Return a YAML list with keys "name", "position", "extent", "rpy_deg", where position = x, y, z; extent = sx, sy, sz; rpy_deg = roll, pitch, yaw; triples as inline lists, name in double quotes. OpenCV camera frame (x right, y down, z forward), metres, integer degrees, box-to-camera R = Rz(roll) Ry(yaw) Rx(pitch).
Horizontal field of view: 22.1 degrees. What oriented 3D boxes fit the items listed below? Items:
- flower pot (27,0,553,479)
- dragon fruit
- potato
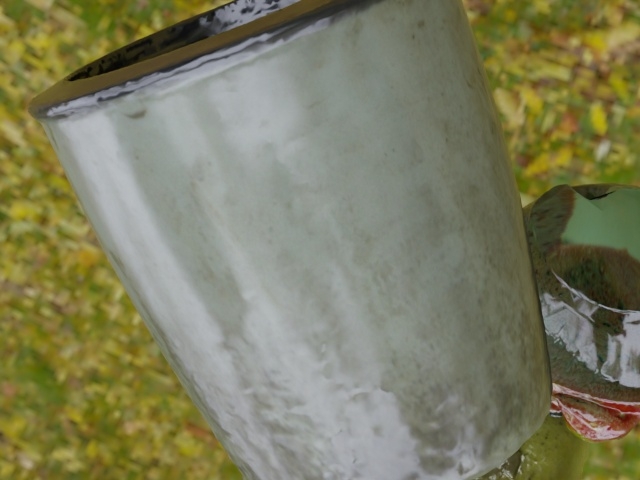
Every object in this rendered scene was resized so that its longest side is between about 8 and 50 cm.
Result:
- name: "flower pot"
  position: [0.000, 0.000, 1.092]
  extent: [0.293, 0.293, 0.330]
  rpy_deg: [-11, 104, 42]
- name: "dragon fruit"
  position: [0.271, 0.050, 1.518]
  extent: [0.268, 0.295, 0.130]
  rpy_deg: [-5, 137, 6]
- name: "potato"
  position: [0.189, 0.250, 1.653]
  extent: [0.148, 0.197, 0.228]
  rpy_deg: [10, 112, -14]
